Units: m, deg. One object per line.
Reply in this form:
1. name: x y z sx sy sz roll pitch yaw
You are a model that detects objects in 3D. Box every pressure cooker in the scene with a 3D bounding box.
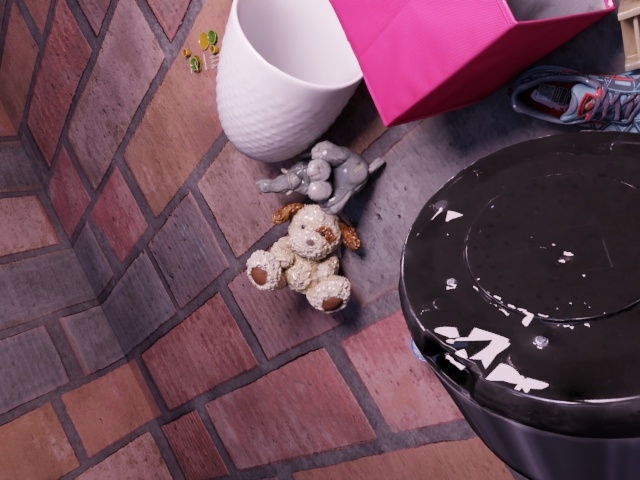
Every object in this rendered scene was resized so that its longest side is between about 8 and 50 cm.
1. pressure cooker: 0.328 0.118 0.566 0.375 0.370 0.420 23 157 45

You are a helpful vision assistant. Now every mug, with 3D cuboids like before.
1. mug: -0.101 -0.371 0.945 0.328 0.276 0.374 -46 57 57

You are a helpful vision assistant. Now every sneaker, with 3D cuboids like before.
1. sneaker: 0.417 -0.203 0.656 0.262 0.125 0.104 19 125 35

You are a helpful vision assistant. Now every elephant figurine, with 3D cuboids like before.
1. elephant figurine: -0.010 -0.155 1.018 0.239 0.186 0.169 14 78 63

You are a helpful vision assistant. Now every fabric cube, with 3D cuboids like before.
1. fabric cube: 0.210 -0.365 0.653 0.258 0.254 0.259 -28 86 61

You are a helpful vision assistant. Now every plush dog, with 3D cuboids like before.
1. plush dog: -0.024 0.022 1.072 0.262 0.210 0.225 21 105 2

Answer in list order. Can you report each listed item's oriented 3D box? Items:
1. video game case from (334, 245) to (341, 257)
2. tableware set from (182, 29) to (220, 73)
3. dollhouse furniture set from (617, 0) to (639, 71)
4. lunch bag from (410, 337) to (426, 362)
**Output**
1. video game case: 0.000 0.000 1.142 0.122 0.011 0.087 3 106 39
2. tableware set: -0.347 -0.547 1.246 0.154 0.024 0.104 6 107 39
3. dollhouse furniture set: 0.480 -0.358 0.580 0.129 0.129 0.183 -4 126 40
4. lunch bag: 0.305 0.206 0.904 0.219 0.090 0.176 20 115 34
